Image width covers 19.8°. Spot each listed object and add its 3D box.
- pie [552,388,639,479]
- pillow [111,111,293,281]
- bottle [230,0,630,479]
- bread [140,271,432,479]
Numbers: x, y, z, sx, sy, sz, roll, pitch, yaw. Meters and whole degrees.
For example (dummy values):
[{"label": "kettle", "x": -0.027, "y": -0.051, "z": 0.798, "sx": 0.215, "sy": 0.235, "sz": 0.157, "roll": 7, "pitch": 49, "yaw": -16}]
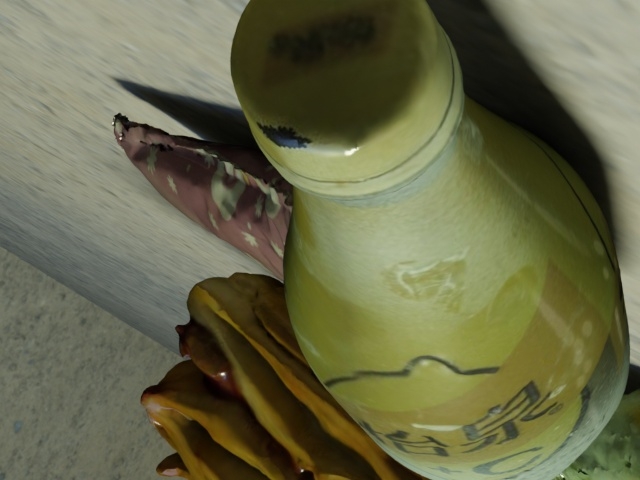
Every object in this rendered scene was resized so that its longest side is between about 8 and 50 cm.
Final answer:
[{"label": "pie", "x": 0.198, "y": 0.128, "z": 0.745, "sx": 0.240, "sy": 0.054, "sz": 0.240, "roll": 27, "pitch": 171, "yaw": 4}, {"label": "pillow", "x": 0.000, "y": 0.000, "z": 0.659, "sx": 0.118, "sy": 0.043, "sz": 0.185, "roll": 31, "pitch": 173, "yaw": -30}, {"label": "bottle", "x": 0.029, "y": 0.005, "z": 0.430, "sx": 0.083, "sy": 0.083, "sz": 0.269, "roll": 27, "pitch": 171, "yaw": 16}, {"label": "bread", "x": 0.053, "y": 0.168, "z": 0.936, "sx": 0.277, "sy": 0.167, "sz": 0.324, "roll": 42, "pitch": -176, "yaw": 31}]
